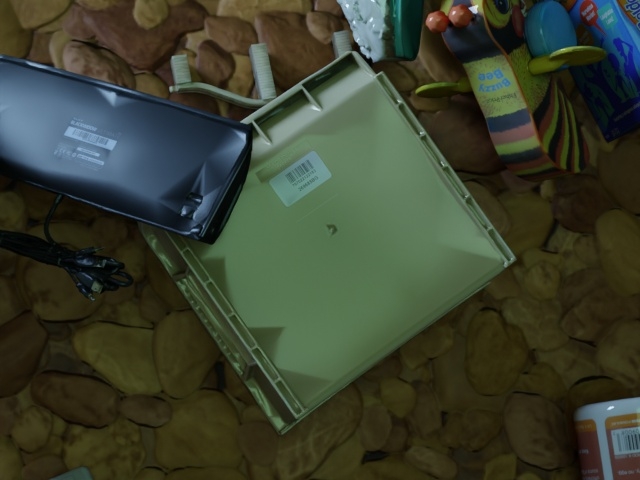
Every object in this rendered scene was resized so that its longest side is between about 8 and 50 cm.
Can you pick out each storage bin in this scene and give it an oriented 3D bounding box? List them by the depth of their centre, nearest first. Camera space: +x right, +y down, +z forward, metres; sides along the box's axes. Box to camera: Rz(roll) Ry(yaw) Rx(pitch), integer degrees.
[{"bbox_3d":[0.000,0.000,1.400,0.262,0.123,0.260,-35,87,-14],"label":"storage bin"}]

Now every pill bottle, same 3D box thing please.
[{"bbox_3d":[0.316,0.259,1.411,0.121,0.121,0.216,-5,82,-11],"label":"pill bottle"}]

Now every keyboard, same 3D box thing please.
[{"bbox_3d":[-0.223,-0.054,1.339,0.317,0.033,0.201,18,70,27],"label":"keyboard"}]

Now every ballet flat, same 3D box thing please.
[{"bbox_3d":[0.050,-0.363,1.486,0.147,0.147,0.409,9,76,-8],"label":"ballet flat"}]

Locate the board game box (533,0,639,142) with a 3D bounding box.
[{"bbox_3d":[0.283,-0.216,1.468,0.047,0.160,0.210,-25,85,-13],"label":"board game box"}]

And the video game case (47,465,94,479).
[{"bbox_3d":[-0.282,0.365,1.226,0.300,0.036,0.329,-22,44,-14],"label":"video game case"}]

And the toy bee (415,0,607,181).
[{"bbox_3d":[0.161,-0.188,1.433,0.162,0.195,0.298,-26,80,-50],"label":"toy bee"}]

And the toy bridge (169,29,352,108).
[{"bbox_3d":[-0.058,-0.164,1.466,0.188,0.026,0.063,-10,83,-11],"label":"toy bridge"}]
